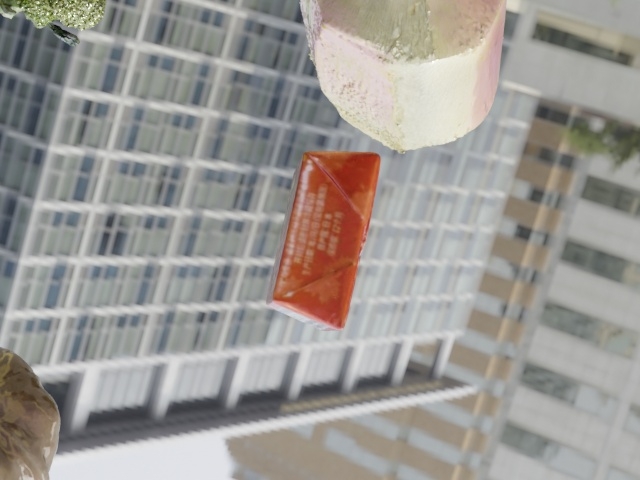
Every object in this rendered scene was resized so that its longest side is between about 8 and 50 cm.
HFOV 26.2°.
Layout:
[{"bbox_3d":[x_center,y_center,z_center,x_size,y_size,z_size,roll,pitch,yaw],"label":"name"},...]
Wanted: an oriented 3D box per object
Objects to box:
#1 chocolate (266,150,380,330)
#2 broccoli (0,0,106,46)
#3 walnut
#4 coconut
[{"bbox_3d":[0.000,0.000,1.840,0.108,0.234,0.237,12,176,-5],"label":"chocolate"},{"bbox_3d":[-0.260,-0.254,1.308,0.131,0.120,0.130,49,-150,-33],"label":"broccoli"},{"bbox_3d":[-0.396,0.220,1.427,0.248,0.248,0.248,16,-170,-3],"label":"walnut"},{"bbox_3d":[0.086,-0.240,1.461,0.233,0.233,0.245,20,149,20],"label":"coconut"}]
